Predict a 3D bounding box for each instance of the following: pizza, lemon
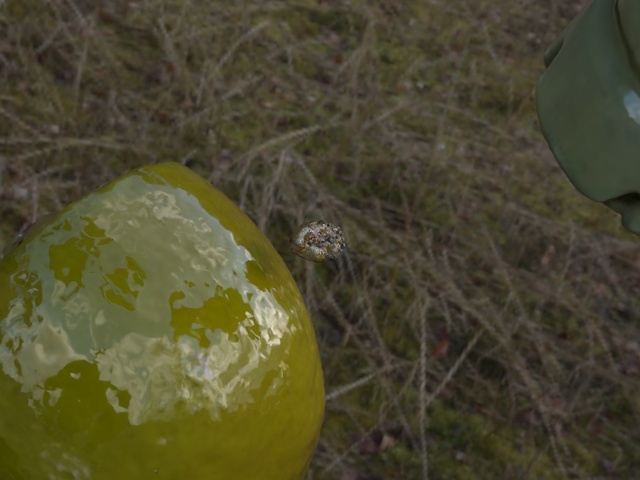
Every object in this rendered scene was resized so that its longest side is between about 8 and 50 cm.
[{"bbox_3d":[0.000,0.000,0.856,0.083,0.016,0.037,-10,66,-59],"label":"pizza"},{"bbox_3d":[-0.153,0.133,0.908,0.364,0.364,0.364,12,30,-7],"label":"lemon"}]

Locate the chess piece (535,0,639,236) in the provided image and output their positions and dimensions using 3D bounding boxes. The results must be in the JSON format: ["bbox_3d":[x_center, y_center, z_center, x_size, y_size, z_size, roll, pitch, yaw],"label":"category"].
[{"bbox_3d":[0.313,-0.180,0.593,0.234,0.442,0.234,16,51,-21],"label":"chess piece"}]
